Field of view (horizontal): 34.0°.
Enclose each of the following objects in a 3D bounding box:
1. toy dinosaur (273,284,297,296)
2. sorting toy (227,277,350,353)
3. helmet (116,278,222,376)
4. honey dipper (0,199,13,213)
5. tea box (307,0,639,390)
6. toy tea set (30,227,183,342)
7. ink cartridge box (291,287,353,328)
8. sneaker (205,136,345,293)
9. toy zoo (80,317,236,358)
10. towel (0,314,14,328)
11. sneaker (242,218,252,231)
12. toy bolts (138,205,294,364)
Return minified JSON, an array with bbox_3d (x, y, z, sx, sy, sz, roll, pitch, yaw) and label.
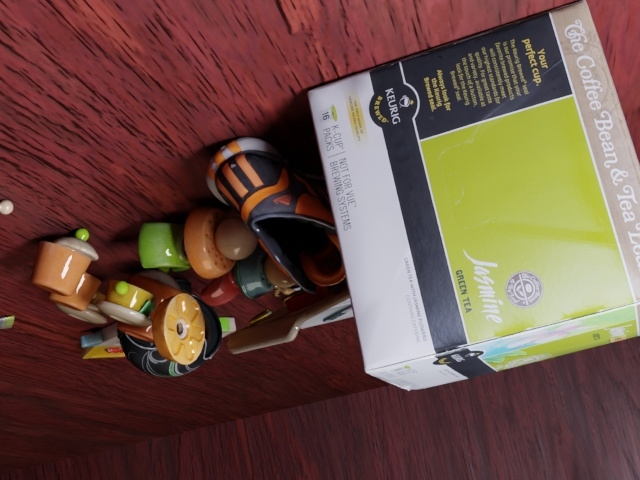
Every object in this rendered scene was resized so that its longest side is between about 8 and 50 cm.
[{"bbox_3d":[-0.056,0.069,1.844,0.112,0.064,0.211,16,180,24],"label":"toy dinosaur"},{"bbox_3d":[-0.026,0.083,1.465,0.229,0.041,0.307,-31,-175,-30],"label":"sorting toy"},{"bbox_3d":[-0.256,0.154,1.784,0.169,0.169,0.161,-11,155,-1],"label":"helmet"},{"bbox_3d":[-0.443,-0.042,1.248,0.160,0.030,0.030,-2,161,-42],"label":"honey dipper"},{"bbox_3d":[0.192,-0.035,1.167,0.323,0.329,0.220,-16,162,15],"label":"tea box"},{"bbox_3d":[-0.312,0.055,1.568,0.200,0.124,0.336,18,166,3],"label":"toy tea set"},{"bbox_3d":[0.085,0.116,2.044,0.275,0.060,0.239,-14,162,2],"label":"ink cartridge box"},{"bbox_3d":[0.000,0.000,1.312,0.321,0.180,0.124,21,116,-48],"label":"sneaker"},{"bbox_3d":[-0.340,0.193,2.072,0.293,0.030,0.192,3,158,-39],"label":"toy zoo"},{"bbox_3d":[-0.568,0.143,1.791,0.083,0.009,0.060,-5,161,-24],"label":"towel"},{"bbox_3d":[-0.069,-0.041,1.429,0.072,0.077,0.178,-36,139,0],"label":"sneaker"},{"bbox_3d":[-0.126,0.063,1.501,0.158,0.218,0.228,-6,175,26],"label":"toy bolts"}]
